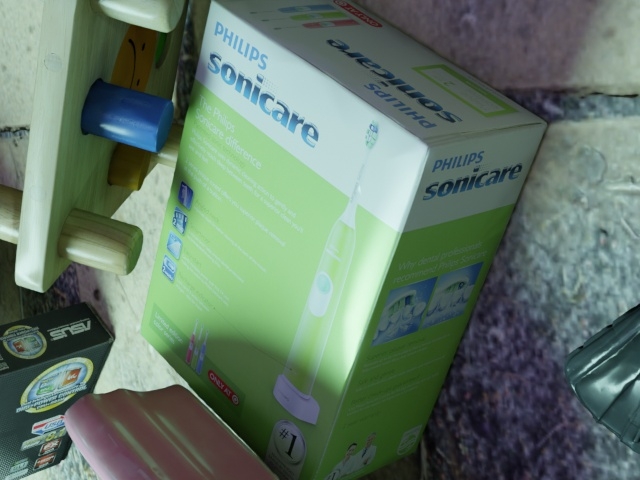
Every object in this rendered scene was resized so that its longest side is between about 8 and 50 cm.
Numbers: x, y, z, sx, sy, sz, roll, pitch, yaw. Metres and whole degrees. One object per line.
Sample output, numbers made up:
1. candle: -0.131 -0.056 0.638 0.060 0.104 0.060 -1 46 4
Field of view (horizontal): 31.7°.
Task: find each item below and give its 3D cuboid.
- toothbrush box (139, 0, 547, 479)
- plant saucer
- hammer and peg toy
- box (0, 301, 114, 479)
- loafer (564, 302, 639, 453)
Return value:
1. toothbrush box: 0.000 0.000 0.784 0.206 0.122 0.283 39 127 34
2. plant saucer: -0.047 0.222 0.824 0.332 0.084 0.332 45 168 12
3. hammer and peg toy: -0.139 -0.168 0.787 0.127 0.266 0.361 17 120 4
4. box: -0.356 0.181 1.115 0.060 0.270 0.216 49 131 24
5. loafer: 0.219 0.044 0.594 0.078 0.076 0.223 55 140 15
